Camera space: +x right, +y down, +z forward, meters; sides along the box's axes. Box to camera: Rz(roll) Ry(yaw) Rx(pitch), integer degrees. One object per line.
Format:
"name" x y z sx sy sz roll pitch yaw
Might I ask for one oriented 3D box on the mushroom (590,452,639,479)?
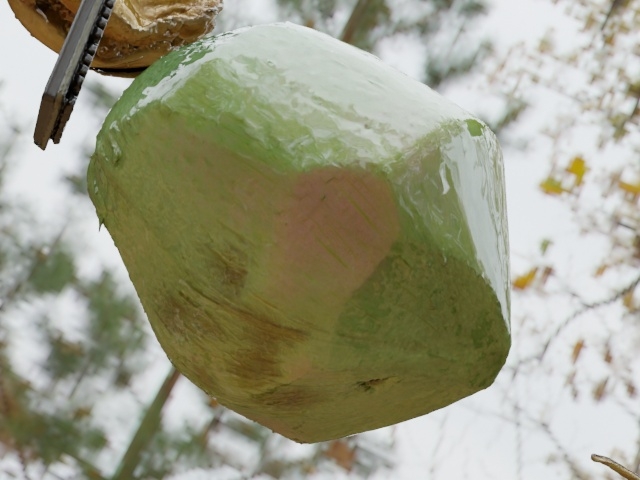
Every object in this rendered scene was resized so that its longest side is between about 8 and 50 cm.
"mushroom" 0.420 0.298 1.717 0.286 0.028 0.026 30 9 -10

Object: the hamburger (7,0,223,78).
"hamburger" -0.199 -0.253 1.468 0.214 0.213 0.108 33 -47 -14

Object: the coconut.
"coconut" 0.000 0.000 1.130 0.328 0.281 0.328 24 -45 27

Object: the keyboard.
"keyboard" -0.168 -0.179 1.185 0.025 0.230 0.093 21 -27 -9
